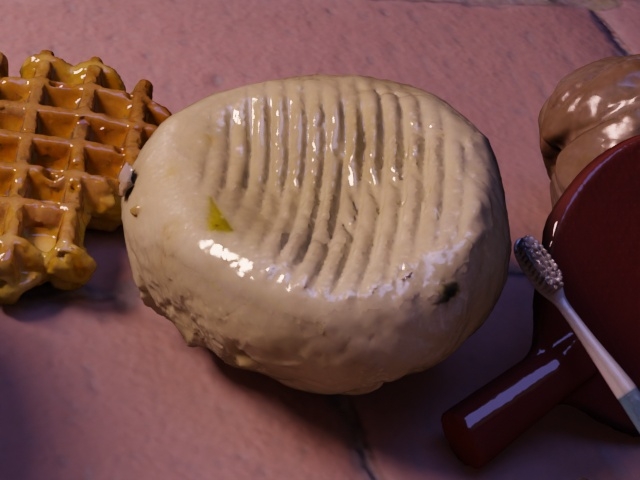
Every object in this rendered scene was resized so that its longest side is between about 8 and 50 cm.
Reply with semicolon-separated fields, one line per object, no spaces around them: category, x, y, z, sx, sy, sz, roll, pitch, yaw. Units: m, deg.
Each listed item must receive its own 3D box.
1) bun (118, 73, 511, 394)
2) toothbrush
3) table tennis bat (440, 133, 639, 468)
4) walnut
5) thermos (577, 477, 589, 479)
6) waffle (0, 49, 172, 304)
bun;0.000;0.000;0.985;0.259;0.160;0.259;-1;47;1
toothbrush;0.200;0.110;0.925;0.019;0.025;0.276;-32;78;-10
table tennis bat;0.207;0.047;1.002;0.310;0.200;0.038;-33;11;-22
walnut;0.275;-0.053;1.145;0.230;0.178;0.178;3;38;-22
thermos;0.195;0.222;0.816;0.193;0.105;0.137;33;10;16
waffle;-0.197;-0.055;1.069;0.253;0.056;0.249;-14;45;-34
